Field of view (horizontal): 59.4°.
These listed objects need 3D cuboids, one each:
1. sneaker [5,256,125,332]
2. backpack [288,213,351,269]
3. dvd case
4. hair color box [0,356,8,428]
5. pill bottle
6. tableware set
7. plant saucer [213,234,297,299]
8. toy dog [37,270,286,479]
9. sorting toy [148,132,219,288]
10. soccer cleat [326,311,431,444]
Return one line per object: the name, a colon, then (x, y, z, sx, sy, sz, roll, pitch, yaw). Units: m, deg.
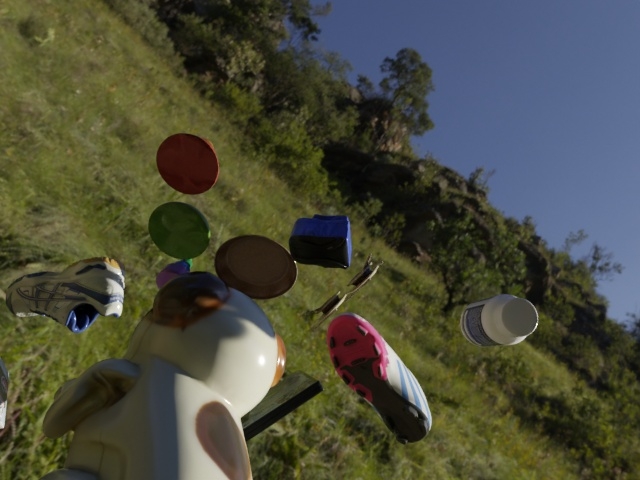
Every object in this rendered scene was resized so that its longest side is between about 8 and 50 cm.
sneaker: (-0.533, 0.130, 1.151, 0.297, 0.130, 0.112, -17, -20, 22)
backpack: (0.000, 0.000, 1.120, 0.120, 0.101, 0.097, 0, -51, 8)
dvd case: (-0.093, 0.307, 1.048, 0.022, 0.180, 0.253, 59, -13, 3)
hair color box: (-0.730, 0.246, 0.900, 0.375, 0.113, 0.185, -4, -38, -19)
pill bottle: (0.339, 0.153, 1.065, 0.094, 0.094, 0.169, 37, -14, 2)
tableware set: (0.052, 0.109, 1.254, 0.039, 0.128, 0.194, 46, -65, 1)
plant saucer: (-0.151, 0.057, 1.328, 0.199, 0.036, 0.198, 3, -53, 4)
toy dog: (-0.193, 0.234, 0.717, 0.396, 0.407, 0.284, -26, -55, 36)
sorting toy: (-0.268, -0.064, 1.153, 0.127, 0.126, 0.365, 16, -60, 1)
soccer cleat: (0.120, 0.276, 1.182, 0.116, 0.143, 0.331, -30, -77, 16)
